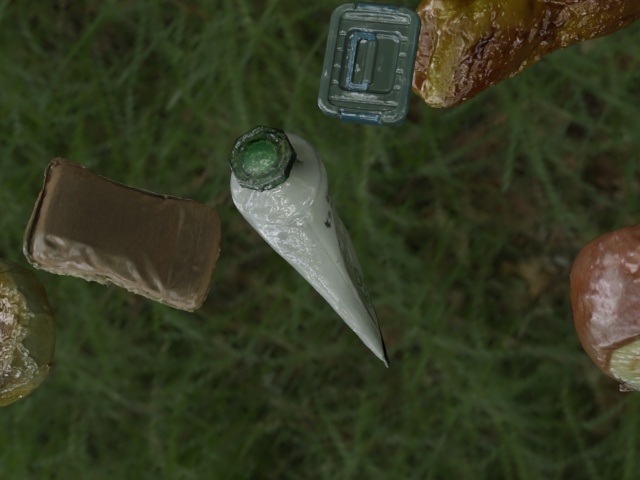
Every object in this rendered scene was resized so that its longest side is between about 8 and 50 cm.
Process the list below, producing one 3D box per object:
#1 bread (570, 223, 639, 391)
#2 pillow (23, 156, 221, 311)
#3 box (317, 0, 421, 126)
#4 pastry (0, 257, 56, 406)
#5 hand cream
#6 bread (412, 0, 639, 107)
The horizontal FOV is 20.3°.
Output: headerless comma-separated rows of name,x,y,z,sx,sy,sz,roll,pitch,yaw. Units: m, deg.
bread,0.339,0.064,1.747,0.190,0.123,0.244,2,158,-15
pillow,-0.212,-0.004,1.941,0.211,0.135,0.034,19,152,-12
box,0.043,-0.138,1.446,0.074,0.099,0.054,7,170,11
pastry,-0.417,0.122,2.271,0.192,0.182,0.093,-39,153,25
hand cream,0.000,0.000,1.484,0.076,0.121,0.336,-19,154,8
bread,0.199,-0.215,1.613,0.077,0.271,0.139,53,152,25
